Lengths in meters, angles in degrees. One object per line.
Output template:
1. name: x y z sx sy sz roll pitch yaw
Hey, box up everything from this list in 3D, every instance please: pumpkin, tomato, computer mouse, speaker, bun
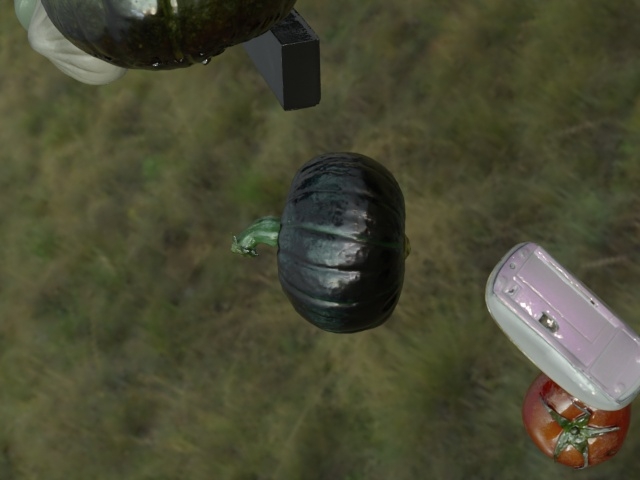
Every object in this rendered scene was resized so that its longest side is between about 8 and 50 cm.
1. pumpkin: 0.000 0.000 1.758 0.248 0.248 0.248 -49 21 26
2. pumpkin: -0.125 -0.230 1.108 0.238 0.238 0.159 -115 15 -68
3. tomato: 0.376 0.239 1.900 0.167 0.167 0.167 -49 21 26
4. computer mouse: 0.314 0.108 1.652 0.126 0.245 0.056 -50 4 -20
5. speaker: -0.055 -0.230 1.465 0.218 0.044 0.082 -122 25 -53
6. bun: -0.266 -0.226 1.392 0.094 0.138 0.138 -24 9 -21

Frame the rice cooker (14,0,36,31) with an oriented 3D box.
1. rice cooker: -0.292 -0.403 1.797 0.288 0.288 0.277 -30 60 54
